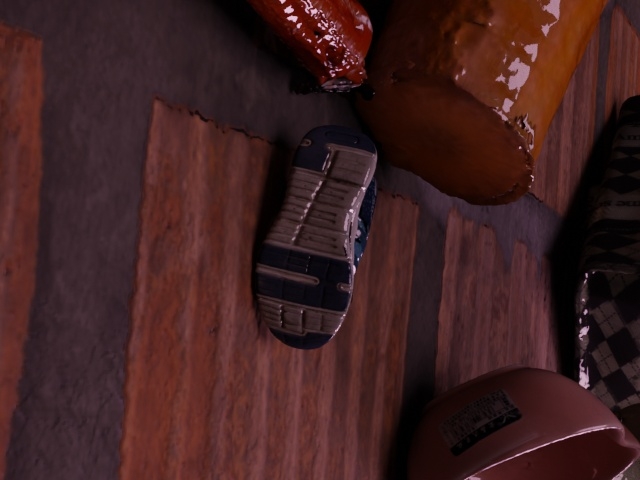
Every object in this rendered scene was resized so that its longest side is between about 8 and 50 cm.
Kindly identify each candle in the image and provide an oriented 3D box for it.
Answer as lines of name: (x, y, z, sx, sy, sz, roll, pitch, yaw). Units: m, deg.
candle: (-0.018, -0.158, 0.706, 0.084, 0.059, 0.302, -67, 155, -12)

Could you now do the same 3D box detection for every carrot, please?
carrot: (0.119, -0.175, 0.915, 0.254, 0.196, 0.196, -63, 145, -22)

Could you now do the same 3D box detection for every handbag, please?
handbag: (0.413, 0.047, 1.500, 0.416, 0.180, 0.317, -61, 151, -50)

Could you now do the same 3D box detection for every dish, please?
dish: (0.151, 0.170, 1.011, 0.213, 0.213, 0.090, 41, 23, -57)

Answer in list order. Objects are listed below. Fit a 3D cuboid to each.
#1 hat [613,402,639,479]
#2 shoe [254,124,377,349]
hat: (0.251, 0.253, 1.178, 0.130, 0.257, 0.257, 29, 61, -25)
shoe: (0.000, 0.000, 0.781, 0.071, 0.063, 0.143, 59, 43, -76)
